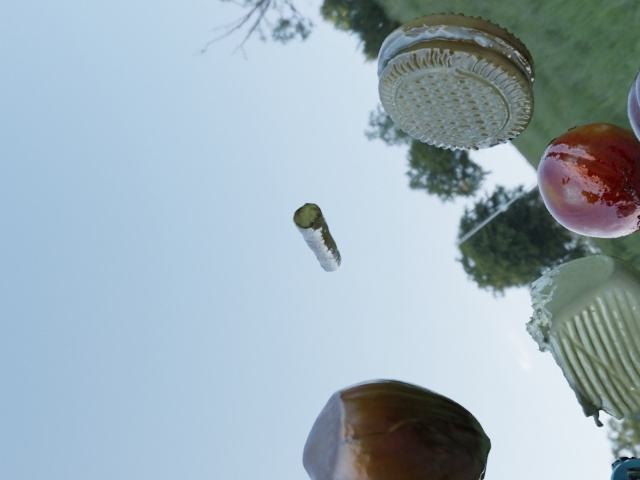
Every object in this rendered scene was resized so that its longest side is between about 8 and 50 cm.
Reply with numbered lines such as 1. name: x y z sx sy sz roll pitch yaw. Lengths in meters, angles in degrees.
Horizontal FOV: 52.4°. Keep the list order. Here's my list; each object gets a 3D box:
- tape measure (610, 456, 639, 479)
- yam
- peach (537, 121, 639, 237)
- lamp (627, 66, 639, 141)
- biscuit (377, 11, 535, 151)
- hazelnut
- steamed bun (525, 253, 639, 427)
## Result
1. tape measure: 0.725 0.560 1.474 0.146 0.125 0.081 -79 -26 -44
2. yam: 0.000 0.000 1.737 0.081 0.081 0.357 62 180 23
3. peach: 0.848 -0.183 1.958 0.370 0.370 0.370 30 -144 -24
4. lamp: 0.627 -0.230 0.978 0.303 0.303 0.257 6 -122 -45
5. biscuit: 0.205 -0.232 0.990 0.259 0.259 0.079 28 -116 -26
6. hazelnut: 0.150 0.430 1.284 0.372 0.372 0.315 -25 -77 -56
7. steamed bun: 0.546 0.167 1.304 0.290 0.273 0.272 46 -174 -19
